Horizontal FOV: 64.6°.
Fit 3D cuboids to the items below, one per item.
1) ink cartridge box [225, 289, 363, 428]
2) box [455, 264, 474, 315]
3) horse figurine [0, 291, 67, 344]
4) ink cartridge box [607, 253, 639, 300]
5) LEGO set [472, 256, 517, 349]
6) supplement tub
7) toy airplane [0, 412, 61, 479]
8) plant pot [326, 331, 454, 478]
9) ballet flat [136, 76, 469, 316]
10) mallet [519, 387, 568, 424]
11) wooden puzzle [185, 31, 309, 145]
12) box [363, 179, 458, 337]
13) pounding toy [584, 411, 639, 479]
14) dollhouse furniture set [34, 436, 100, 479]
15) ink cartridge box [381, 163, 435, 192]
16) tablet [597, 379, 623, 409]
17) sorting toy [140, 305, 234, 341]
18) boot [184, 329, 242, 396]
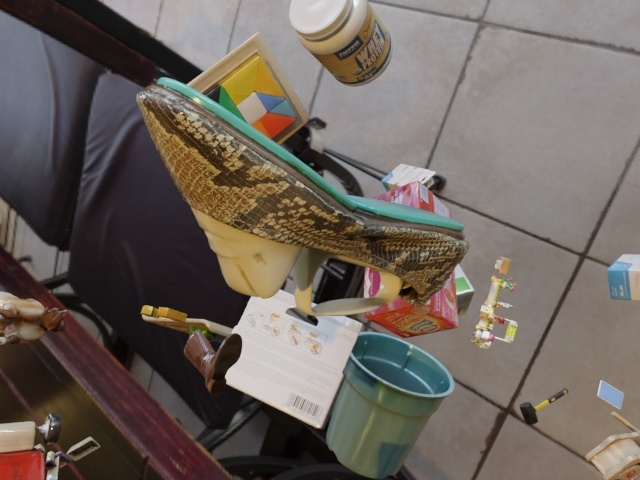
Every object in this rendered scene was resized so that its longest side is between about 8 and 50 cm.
[{"bbox_3d":[-0.071,0.251,1.136,0.275,0.060,0.238,21,74,17],"label":"ink cartridge box"},{"bbox_3d":[0.293,0.126,1.200,0.101,0.101,0.087,90,164,-48],"label":"box"},{"bbox_3d":[-0.457,0.093,0.690,0.264,0.174,0.066,15,82,4],"label":"horse figurine"},{"bbox_3d":[0.286,0.030,0.410,0.083,0.048,0.028,-2,104,46],"label":"ink cartridge box"},{"bbox_3d":[0.536,0.196,1.489,0.107,0.132,0.286,16,66,23],"label":"LEGO set"},{"bbox_3d":[0.043,-0.407,0.990,0.145,0.200,0.144,-7,75,29],"label":"supplement tub"},{"bbox_3d":[-0.515,0.494,0.839,0.387,0.384,0.272,16,95,9],"label":"toy airplane"},{"bbox_3d":[0.186,0.512,1.563,0.341,0.341,0.333,29,108,31],"label":"plant pot"},{"bbox_3d":[0.000,0.000,0.587,0.164,0.483,0.181,29,97,49],"label":"ballet flat"},{"bbox_3d":[0.697,0.510,1.560,0.039,0.190,0.062,148,109,-66],"label":"mallet"},{"bbox_3d":[-0.149,-0.282,1.071,0.044,0.238,0.221,21,151,53],"label":"wooden puzzle"},{"bbox_3d":[0.166,0.036,0.941,0.123,0.128,0.256,-21,51,36],"label":"box"},{"bbox_3d":[0.857,0.610,1.475,0.154,0.270,0.154,-63,36,25],"label":"pounding toy"},{"bbox_3d":[-0.543,0.467,1.080,0.091,0.114,0.081,64,174,-34],"label":"dollhouse furniture set"},{"bbox_3d":[0.307,-0.196,1.723,0.180,0.104,0.060,28,154,54],"label":"ink cartridge box"},{"bbox_3d":[0.870,0.463,1.518,0.083,0.054,0.006,31,154,-2],"label":"tablet"},{"bbox_3d":[-0.320,0.213,1.229,0.229,0.307,0.041,2,71,30],"label":"sorting toy"},{"bbox_3d":[-0.166,0.159,0.761,0.114,0.037,0.106,37,107,49],"label":"boot"}]
